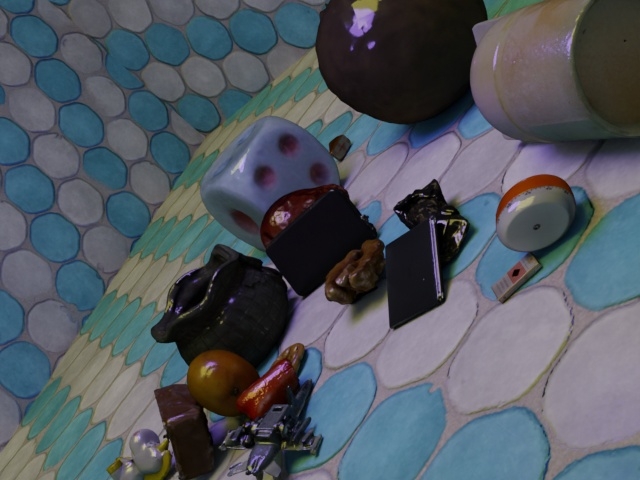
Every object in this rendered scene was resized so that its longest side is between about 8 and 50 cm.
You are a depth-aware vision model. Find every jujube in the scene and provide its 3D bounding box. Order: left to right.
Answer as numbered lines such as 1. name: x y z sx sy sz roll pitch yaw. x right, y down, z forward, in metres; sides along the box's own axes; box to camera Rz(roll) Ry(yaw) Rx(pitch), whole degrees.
1. jujube: -0.031 -0.047 2.145 0.236 0.168 0.168 -39 11 -31

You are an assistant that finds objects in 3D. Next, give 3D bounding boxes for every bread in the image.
1. bread: -0.068 0.251 1.825 0.110 0.024 0.110 -44 18 18
2. bread: 0.055 -0.264 2.546 0.062 0.043 0.109 -47 17 13

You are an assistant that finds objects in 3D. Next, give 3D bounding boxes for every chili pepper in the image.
1. chili pepper: -0.112 0.309 1.710 0.192 0.086 0.084 -44 36 -16

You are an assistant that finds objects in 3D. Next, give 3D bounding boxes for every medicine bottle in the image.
1. medicine bottle: 0.387 -0.278 1.510 0.235 0.236 0.406 -52 19 -10

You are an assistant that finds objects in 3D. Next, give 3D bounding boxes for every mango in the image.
1. mango: -0.186 0.284 1.824 0.120 0.151 0.221 -58 -11 -5

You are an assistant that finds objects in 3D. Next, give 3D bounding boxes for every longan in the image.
1. longan: 0.184 -0.472 2.137 0.404 0.404 0.436 -45 22 11

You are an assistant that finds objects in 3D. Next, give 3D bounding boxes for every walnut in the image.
1. walnut: 0.072 0.066 1.784 0.143 0.069 0.170 -36 11 31

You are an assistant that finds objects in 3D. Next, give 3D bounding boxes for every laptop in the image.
1. laptop: 0.164 0.057 1.616 0.129 0.016 0.180 -34 42 38

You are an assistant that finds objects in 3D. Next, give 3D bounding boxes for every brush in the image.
1. brush: 0.083 0.106 1.795 0.083 0.008 0.024 -32 20 42

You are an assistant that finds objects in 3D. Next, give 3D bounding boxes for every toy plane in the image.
1. toy plane: -0.070 0.316 1.602 0.192 0.088 0.262 -5 37 26

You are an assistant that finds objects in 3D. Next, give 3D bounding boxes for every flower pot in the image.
1. flower pot: -0.214 0.156 2.049 0.302 0.213 0.302 -42 20 20

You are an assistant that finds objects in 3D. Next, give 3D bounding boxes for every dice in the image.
1. dice: -0.131 -0.145 2.377 0.262 0.268 0.265 -57 19 -23

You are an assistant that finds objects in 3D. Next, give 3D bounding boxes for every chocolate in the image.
1. chocolate: -0.272 0.380 1.853 0.093 0.148 0.214 -14 15 -10

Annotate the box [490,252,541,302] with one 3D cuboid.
1. box: 0.299 0.056 1.397 0.083 0.012 0.046 -44 18 13

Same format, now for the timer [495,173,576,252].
1. timer: 0.327 -0.051 1.407 0.136 0.099 0.136 -29 29 18

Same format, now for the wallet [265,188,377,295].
1. wallet: 0.000 0.000 1.996 0.250 0.149 0.044 -42 -7 26

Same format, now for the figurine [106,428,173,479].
1. figurine: -0.377 0.481 1.978 0.178 0.109 0.129 -50 45 18

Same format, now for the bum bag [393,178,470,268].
1. bum bag: 0.209 -0.036 1.699 0.102 0.069 0.248 -33 35 5
